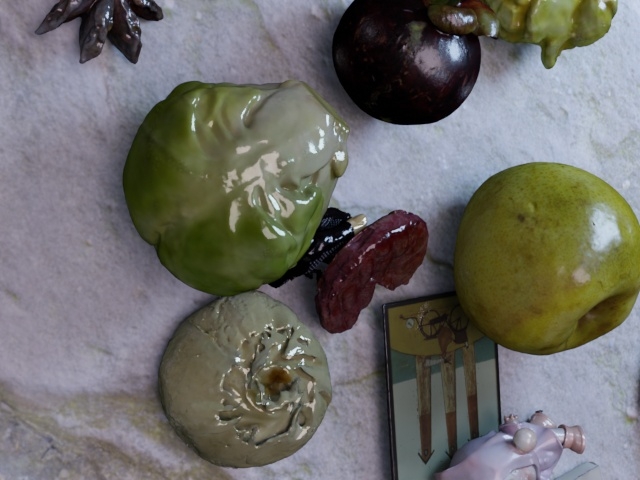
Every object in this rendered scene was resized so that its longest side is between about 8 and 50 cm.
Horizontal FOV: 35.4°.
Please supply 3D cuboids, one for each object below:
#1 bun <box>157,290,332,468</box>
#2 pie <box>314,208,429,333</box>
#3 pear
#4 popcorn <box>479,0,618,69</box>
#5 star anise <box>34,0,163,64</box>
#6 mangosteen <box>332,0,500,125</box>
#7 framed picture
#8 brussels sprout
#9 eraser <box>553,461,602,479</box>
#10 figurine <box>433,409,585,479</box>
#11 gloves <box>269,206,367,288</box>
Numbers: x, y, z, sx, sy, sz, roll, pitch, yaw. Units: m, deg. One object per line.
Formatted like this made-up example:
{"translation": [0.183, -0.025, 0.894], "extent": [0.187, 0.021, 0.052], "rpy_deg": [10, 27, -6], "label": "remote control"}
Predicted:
{"translation": [-0.098, 0.208, 1.428], "extent": [0.259, 0.152, 0.259], "rpy_deg": [-1, 93, -29], "label": "bun"}
{"translation": [0.077, 0.044, 1.503], "extent": [0.218, 0.204, 0.054], "rpy_deg": [-32, 62, -29], "label": "pie"}
{"translation": [0.352, 0.019, 1.572], "extent": [0.304, 0.304, 0.304], "rpy_deg": [-1, 93, -26], "label": "pear"}
{"translation": [0.368, -0.418, 1.613], "extent": [0.256, 0.195, 0.255], "rpy_deg": [-29, 95, -23], "label": "popcorn"}
{"translation": [-0.302, -0.340, 1.331], "extent": [0.231, 0.089, 0.209], "rpy_deg": [-3, 86, -38], "label": "star anise"}
{"translation": [0.143, -0.293, 1.461], "extent": [0.228, 0.265, 0.228], "rpy_deg": [25, 39, -22], "label": "mangosteen"}
{"translation": [0.204, 0.246, 1.637], "extent": [0.244, 0.013, 0.324], "rpy_deg": [-8, 96, -35], "label": "framed picture"}
{"translation": [-0.120, -0.089, 1.332], "extent": [0.273, 0.242, 0.317], "rpy_deg": [24, 83, 19], "label": "brussels sprout"}
{"translation": [0.454, 0.529, 1.781], "extent": [0.157, 0.038, 0.230], "rpy_deg": [-22, 102, -24], "label": "eraser"}
{"translation": [0.311, 0.362, 1.632], "extent": [0.276, 0.133, 0.200], "rpy_deg": [-23, 134, -36], "label": "figurine"}
{"translation": [-0.003, 0.000, 1.494], "extent": [0.180, 0.106, 0.129], "rpy_deg": [-27, 147, -47], "label": "gloves"}
